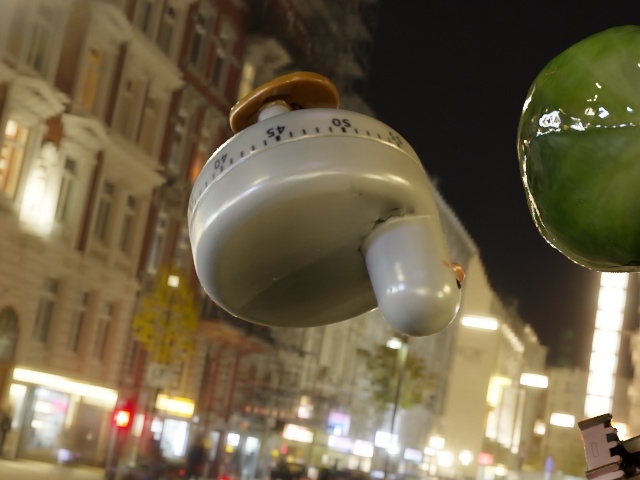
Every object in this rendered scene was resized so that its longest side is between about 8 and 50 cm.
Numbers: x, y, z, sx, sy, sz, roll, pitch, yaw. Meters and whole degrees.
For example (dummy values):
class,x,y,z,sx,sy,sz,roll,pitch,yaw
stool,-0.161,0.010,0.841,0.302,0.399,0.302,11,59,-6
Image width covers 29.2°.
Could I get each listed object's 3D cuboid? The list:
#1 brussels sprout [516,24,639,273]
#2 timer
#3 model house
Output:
class,x,y,z,sx,sy,sz,roll,pitch,yaw
brussels sprout,0.387,-0.110,1.450,0.281,0.289,0.355,-1,-6,-27
timer,0.000,0.000,1.127,0.234,0.240,0.233,-9,-39,-7
model house,0.540,0.355,1.768,0.244,0.169,0.326,-22,-61,20
